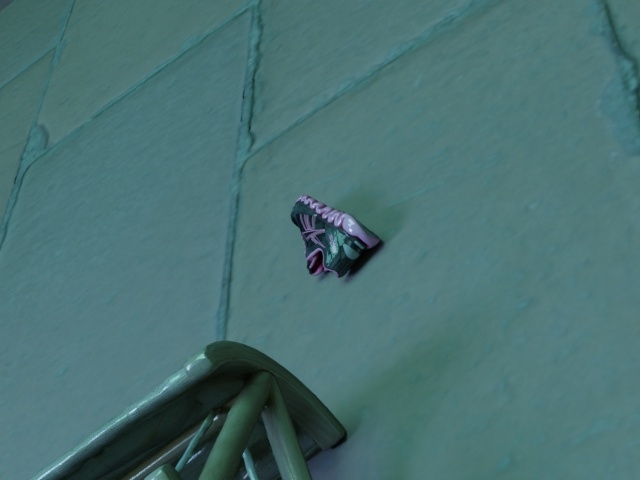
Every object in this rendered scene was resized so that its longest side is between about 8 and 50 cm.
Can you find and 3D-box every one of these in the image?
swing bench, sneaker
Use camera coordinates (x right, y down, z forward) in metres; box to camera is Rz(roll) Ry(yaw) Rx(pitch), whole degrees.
[{"bbox_3d":[-0.120,0.210,0.942,0.253,0.165,0.254,-37,27,15],"label":"swing bench"},{"bbox_3d":[0.000,0.000,1.220,0.057,0.047,0.119,-58,26,-3],"label":"sneaker"}]
